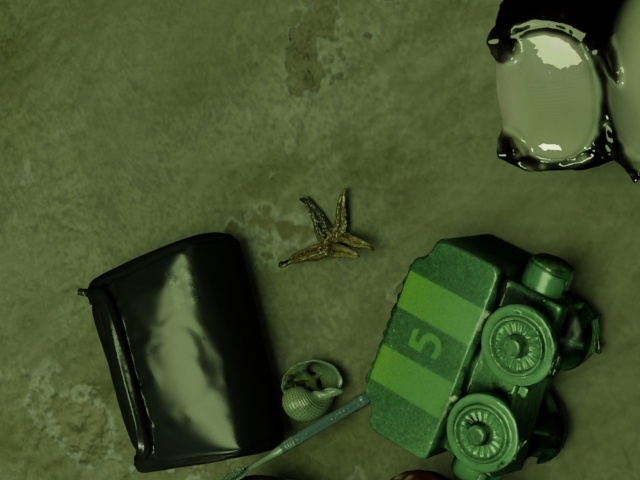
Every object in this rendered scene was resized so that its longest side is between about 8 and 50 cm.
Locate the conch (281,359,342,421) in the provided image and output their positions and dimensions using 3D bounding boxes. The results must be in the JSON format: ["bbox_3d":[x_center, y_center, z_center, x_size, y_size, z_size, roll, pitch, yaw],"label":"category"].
[{"bbox_3d":[-0.011,0.197,1.855,0.085,0.056,0.076,-13,69,0],"label":"conch"}]

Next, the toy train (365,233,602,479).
[{"bbox_3d":[0.188,0.139,1.681,0.238,0.167,0.299,28,107,30],"label":"toy train"}]

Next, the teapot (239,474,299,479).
[{"bbox_3d":[-0.082,0.468,1.807,0.315,0.233,0.312,-35,61,-1],"label":"teapot"}]

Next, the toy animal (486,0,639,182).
[{"bbox_3d":[0.352,-0.182,1.511,0.310,0.251,0.250,8,99,29],"label":"toy animal"}]

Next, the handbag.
[{"bbox_3d":[-0.212,0.161,1.890,0.275,0.178,0.301,-16,87,29],"label":"handbag"}]

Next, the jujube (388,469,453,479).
[{"bbox_3d":[0.139,0.391,1.662,0.174,0.174,0.250,-31,72,28],"label":"jujube"}]

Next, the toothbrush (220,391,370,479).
[{"bbox_3d":[-0.032,0.255,1.825,0.219,0.019,0.016,-29,64,-7],"label":"toothbrush"}]

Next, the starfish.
[{"bbox_3d":[0.003,0.000,1.836,0.130,0.041,0.133,-37,51,21],"label":"starfish"}]
